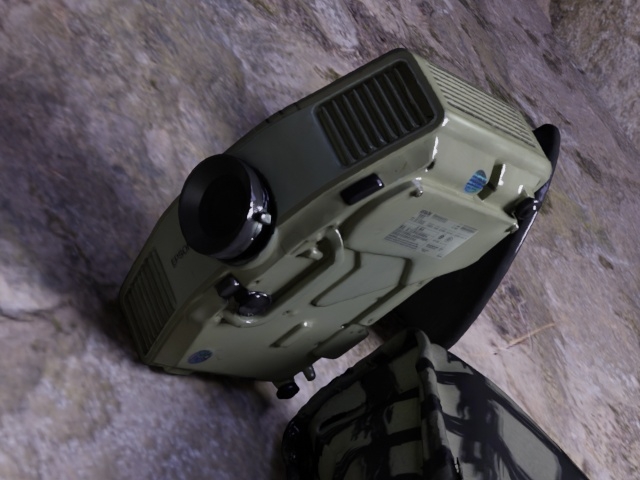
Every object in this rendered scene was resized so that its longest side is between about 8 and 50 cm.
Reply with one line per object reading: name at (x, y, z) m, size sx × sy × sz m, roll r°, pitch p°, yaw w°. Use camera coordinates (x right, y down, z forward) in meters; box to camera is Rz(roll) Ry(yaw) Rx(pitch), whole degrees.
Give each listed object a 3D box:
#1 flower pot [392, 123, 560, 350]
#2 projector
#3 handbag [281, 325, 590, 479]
flower pot at (0.091, -0.029, 1.033) m, size 0.148 × 0.235 × 0.235 m, roll 27°, pitch 29°, yaw -3°
projector at (0.000, 0.000, 0.740) m, size 0.193 × 0.269 × 0.088 m, roll 16°, pitch 42°, yaw -49°
handbag at (0.123, 0.244, 0.693) m, size 0.325 × 0.162 × 0.327 m, roll 46°, pitch 14°, yaw -11°
